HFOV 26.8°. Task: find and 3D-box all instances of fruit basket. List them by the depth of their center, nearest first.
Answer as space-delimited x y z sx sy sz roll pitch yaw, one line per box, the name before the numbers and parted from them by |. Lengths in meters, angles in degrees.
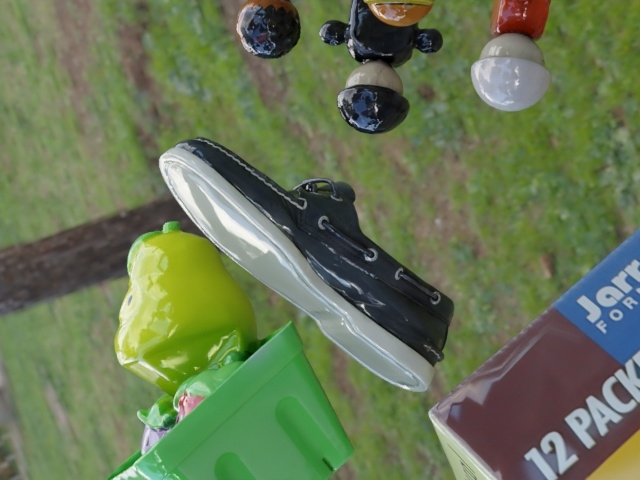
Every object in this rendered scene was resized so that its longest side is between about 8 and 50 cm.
fruit basket | -0.160 0.179 1.622 0.392 0.283 0.392 39 155 22

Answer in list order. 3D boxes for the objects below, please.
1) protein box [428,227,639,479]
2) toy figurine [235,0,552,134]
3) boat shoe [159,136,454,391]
protein box | 0.161 0.112 0.389 0.201 0.136 0.200 44 168 34
toy figurine | 0.055 -0.178 1.004 0.213 0.209 0.148 -2 73 40
boat shoe | 0.002 0.000 1.253 0.340 0.113 0.127 40 160 -16
